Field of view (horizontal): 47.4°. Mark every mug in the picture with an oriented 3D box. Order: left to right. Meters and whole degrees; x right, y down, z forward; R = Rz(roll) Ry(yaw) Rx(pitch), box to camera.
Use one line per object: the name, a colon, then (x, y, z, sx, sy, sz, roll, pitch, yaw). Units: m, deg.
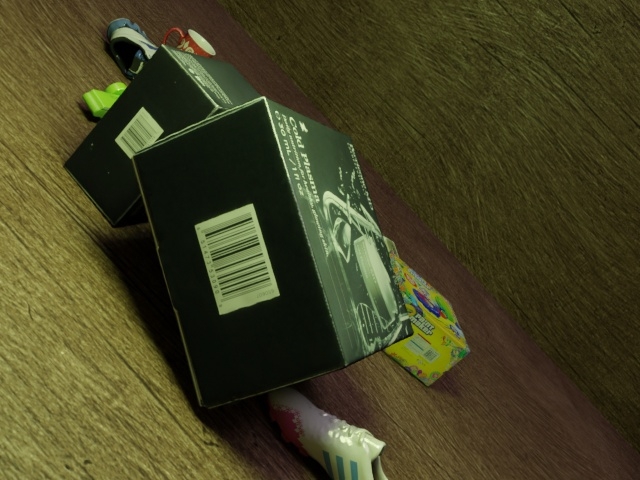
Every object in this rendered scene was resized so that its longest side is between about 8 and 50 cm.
mug: (-0.449, -0.596, 2.370, 0.150, 0.169, 0.113, 51, 18, 14)

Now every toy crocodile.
toy crocodile: (-0.470, -0.322, 1.869, 0.115, 0.105, 0.340, 52, 23, 15)

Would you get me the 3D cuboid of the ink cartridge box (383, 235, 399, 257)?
ink cartridge box: (0.186, 0.029, 2.489, 0.181, 0.061, 0.104, 30, -31, 51)

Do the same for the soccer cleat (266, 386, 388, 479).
soccer cleat: (0.039, 0.389, 1.407, 0.331, 0.143, 0.116, 49, 18, 8)

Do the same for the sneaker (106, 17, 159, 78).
sneaker: (-0.507, -0.518, 2.178, 0.315, 0.127, 0.182, 30, 26, -24)

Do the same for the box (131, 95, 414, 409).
box: (-0.068, 0.026, 1.440, 0.471, 0.297, 0.480, 2, 70, -71)

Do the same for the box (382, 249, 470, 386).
box: (0.268, 0.233, 2.220, 0.290, 0.177, 0.279, 40, 18, -21)

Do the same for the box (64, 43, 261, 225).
box: (-0.314, -0.219, 1.582, 0.179, 0.343, 0.312, 48, 17, 9)
